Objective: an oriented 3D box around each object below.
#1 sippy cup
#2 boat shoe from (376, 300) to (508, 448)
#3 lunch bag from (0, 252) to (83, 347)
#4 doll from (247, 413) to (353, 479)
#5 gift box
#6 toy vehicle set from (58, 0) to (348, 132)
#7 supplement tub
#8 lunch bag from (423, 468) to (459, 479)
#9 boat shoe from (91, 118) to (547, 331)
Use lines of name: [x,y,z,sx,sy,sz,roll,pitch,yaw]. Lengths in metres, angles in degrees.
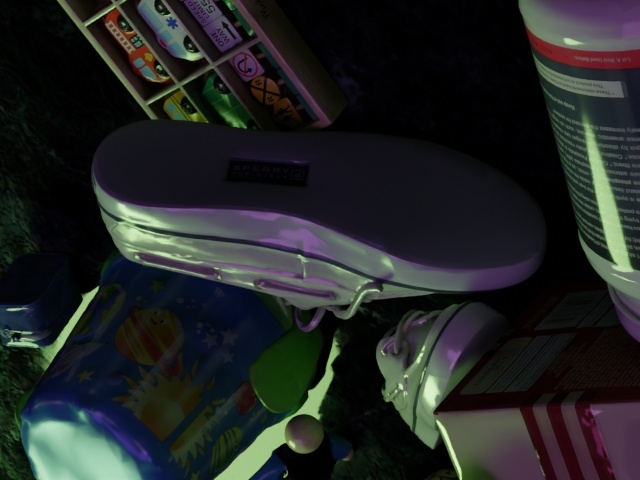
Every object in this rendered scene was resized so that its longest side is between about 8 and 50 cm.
sippy cup: [-0.154,0.142,1.426,0.240,0.224,0.305,33,136,5]
boat shoe: [0.092,0.100,1.287,0.088,0.096,0.267,38,168,13]
lunch bag: [-0.286,0.066,1.539,0.067,0.098,0.065,2,129,25]
doll: [-0.028,0.231,1.505,0.046,0.129,0.189,58,152,27]
gift box: [0.255,0.177,1.182,0.276,0.255,0.258,-8,111,44]
toy vehicle set: [-0.116,-0.181,1.268,0.166,0.035,0.267,-24,110,43]
supplement tub: [0.249,-0.078,1.004,0.191,0.191,0.272,1,125,32]
lunch bag: [0.091,0.364,1.477,0.258,0.120,0.293,43,115,9]
boat shoe: [-0.003,0.007,1.259,0.367,0.135,0.156,6,142,5]
